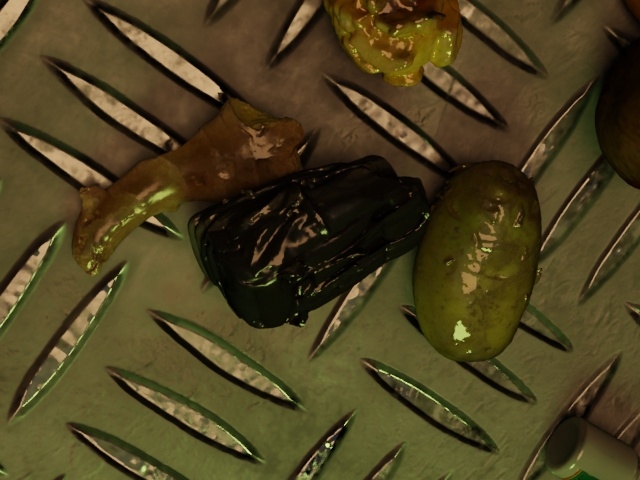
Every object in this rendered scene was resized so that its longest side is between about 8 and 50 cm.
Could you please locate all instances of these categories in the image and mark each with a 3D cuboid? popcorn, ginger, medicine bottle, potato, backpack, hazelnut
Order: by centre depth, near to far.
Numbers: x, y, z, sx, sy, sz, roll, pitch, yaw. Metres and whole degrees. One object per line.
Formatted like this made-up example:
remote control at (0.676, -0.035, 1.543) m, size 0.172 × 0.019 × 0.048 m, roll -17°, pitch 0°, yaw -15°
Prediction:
popcorn at (0.082, -0.248, 1.204) m, size 0.167 × 0.152 × 0.148 m, roll 40°, pitch 65°, yaw -14°
backpack at (0.000, 0.000, 1.215) m, size 0.258 × 0.206 × 0.133 m, roll -27°, pitch 64°, yaw -9°
ginger at (-0.148, -0.055, 1.231) m, size 0.294 × 0.086 × 0.131 m, roll -30°, pitch 118°, yaw 5°
hazelnut at (0.423, -0.141, 1.257) m, size 0.208 × 0.208 × 0.208 m, roll -2°, pitch 102°, yaw -10°
potato at (0.181, 0.027, 1.289) m, size 0.149 × 0.113 × 0.251 m, roll 2°, pitch 110°, yaw -18°
medicine bottle at (0.354, 0.283, 1.384) m, size 0.130 × 0.080 × 0.080 m, roll 31°, pitch 94°, yaw -14°

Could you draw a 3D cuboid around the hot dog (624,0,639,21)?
hot dog at (0.401, -0.291, 1.288) m, size 0.090 × 0.060 × 0.140 m, roll -28°, pitch 108°, yaw 1°
